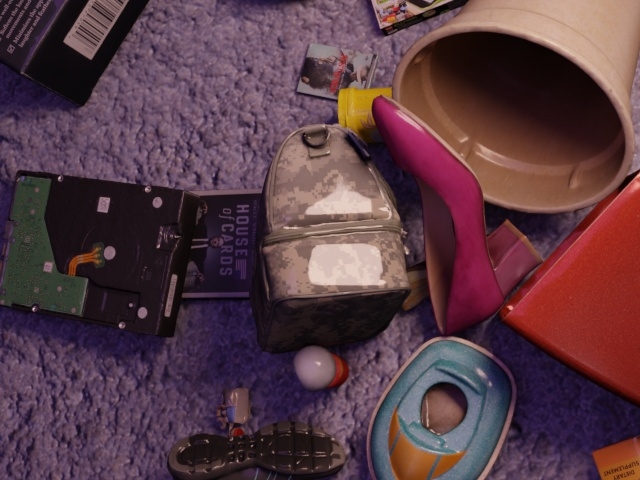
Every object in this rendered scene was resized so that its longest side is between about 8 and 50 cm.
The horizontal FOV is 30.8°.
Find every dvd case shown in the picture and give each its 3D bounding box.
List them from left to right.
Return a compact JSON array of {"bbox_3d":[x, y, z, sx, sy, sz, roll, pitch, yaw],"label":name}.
[{"bbox_3d":[-0.183,0.007,1.879,0.238,0.029,0.179,-2,80,18],"label":"dvd case"},{"bbox_3d":[0.027,-0.268,1.871,0.119,0.013,0.087,15,85,18],"label":"dvd case"}]

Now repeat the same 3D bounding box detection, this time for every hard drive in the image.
[{"bbox_3d":[-0.370,0.018,1.897,0.338,0.064,0.237,7,84,25],"label":"hard drive"}]

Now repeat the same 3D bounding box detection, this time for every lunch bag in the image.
[{"bbox_3d":[0.000,0.000,1.674,0.212,0.305,0.256,-8,71,-9],"label":"lunch bag"}]

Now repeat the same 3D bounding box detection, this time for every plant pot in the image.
[{"bbox_3d":[0.310,-0.259,1.612,0.333,0.334,0.305,17,55,19],"label":"plant pot"},{"bbox_3d":[0.417,0.086,1.571,0.236,0.267,0.267,43,94,7],"label":"plant pot"}]

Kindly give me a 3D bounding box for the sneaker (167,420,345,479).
[{"bbox_3d":[-0.095,0.343,1.767,0.267,0.106,0.101,-2,40,1],"label":"sneaker"}]

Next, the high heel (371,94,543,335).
[{"bbox_3d":[0.146,-0.024,1.589,0.181,0.127,0.377,-42,116,3],"label":"high heel"}]

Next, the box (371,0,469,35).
[{"bbox_3d":[0.178,-0.415,1.838,0.207,0.036,0.114,-20,75,13],"label":"box"}]

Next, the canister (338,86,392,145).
[{"bbox_3d":[0.123,-0.192,1.770,0.169,0.126,0.073,-2,79,15],"label":"canister"}]

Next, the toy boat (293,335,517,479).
[{"bbox_3d":[0.109,0.244,1.684,0.318,0.148,0.268,25,88,19],"label":"toy boat"}]

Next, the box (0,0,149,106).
[{"bbox_3d":[-0.513,-0.463,1.969,0.395,0.212,0.294,34,92,19],"label":"box"}]

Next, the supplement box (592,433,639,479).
[{"bbox_3d":[0.456,0.383,1.580,0.078,0.080,0.234,-30,74,36],"label":"supplement box"}]

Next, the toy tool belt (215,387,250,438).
[{"bbox_3d":[-0.139,0.271,1.814,0.051,0.052,0.083,-11,71,47],"label":"toy tool belt"}]

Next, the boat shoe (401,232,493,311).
[{"bbox_3d":[0.198,0.051,1.742,0.190,0.068,0.072,-25,88,19],"label":"boat shoe"}]
